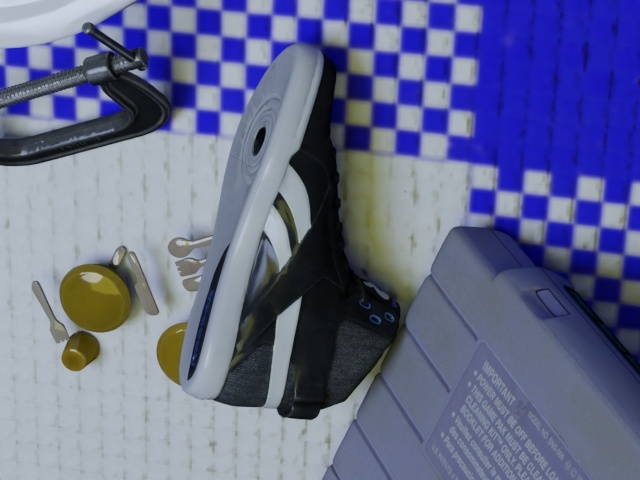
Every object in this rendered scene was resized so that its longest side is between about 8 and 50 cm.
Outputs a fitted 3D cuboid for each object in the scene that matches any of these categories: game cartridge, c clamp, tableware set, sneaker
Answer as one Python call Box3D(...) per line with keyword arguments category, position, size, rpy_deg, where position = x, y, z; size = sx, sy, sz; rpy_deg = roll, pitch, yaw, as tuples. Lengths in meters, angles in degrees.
Box3D(category="game cartridge", position=(0.122, 0.174, 0.852), size=(0.068, 0.355, 0.230), rpy_deg=(14, 116, -33))
Box3D(category="c clamp", position=(-0.161, -0.083, 0.937), size=(0.160, 0.137, 0.022), rpy_deg=(-16, 68, 24))
Box3D(category="tableware set", position=(-0.101, 0.049, 1.017), size=(0.154, 0.024, 0.104), rpy_deg=(-15, 108, 18))
Box3D(category="sneaker", position=(0.000, 0.000, 0.951), size=(0.121, 0.079, 0.217), rpy_deg=(15, 96, -21))

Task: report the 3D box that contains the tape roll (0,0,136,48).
Box3D(category="tape roll", position=(-0.175, -0.253, 0.882), size=(0.286, 0.100, 0.286), rpy_deg=(5, 110, 13))
